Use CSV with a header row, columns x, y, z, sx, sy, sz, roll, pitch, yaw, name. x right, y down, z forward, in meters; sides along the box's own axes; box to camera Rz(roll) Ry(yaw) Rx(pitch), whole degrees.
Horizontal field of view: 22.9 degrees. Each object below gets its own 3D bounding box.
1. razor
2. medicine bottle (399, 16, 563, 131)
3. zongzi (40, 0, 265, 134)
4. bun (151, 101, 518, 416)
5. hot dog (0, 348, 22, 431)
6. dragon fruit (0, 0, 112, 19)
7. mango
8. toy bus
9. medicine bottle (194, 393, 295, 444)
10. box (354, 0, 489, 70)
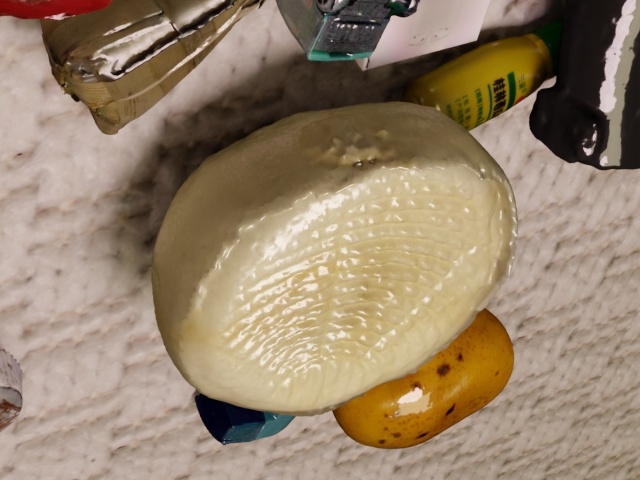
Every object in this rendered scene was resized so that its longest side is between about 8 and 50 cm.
x,y,z,sx,sy,sz,roll,pitch,yaw,name
0.320,-0.227,1.554,0.189,0.107,0.327,-8,124,-36,razor
0.198,-0.177,1.613,0.260,0.064,0.095,-29,149,-18,medicine bottle
-0.125,-0.166,1.290,0.194,0.099,0.197,-30,161,-5,zongzi
0.001,-0.005,1.537,0.364,0.202,0.364,-19,142,-16,bun
-0.409,0.193,1.560,0.268,0.075,0.144,-33,146,7,hot dog
-0.168,-0.235,0.993,0.293,0.234,0.234,12,130,-29,dragon fruit
0.136,0.155,1.956,0.290,0.160,0.191,-4,130,-47,mango
0.048,-0.268,1.286,0.091,0.109,0.262,-5,138,-37,toy bus
-0.026,0.135,1.839,0.258,0.079,0.124,-47,147,22,medicine bottle
0.095,-0.229,1.448,0.130,0.051,0.129,-17,147,-24,box
